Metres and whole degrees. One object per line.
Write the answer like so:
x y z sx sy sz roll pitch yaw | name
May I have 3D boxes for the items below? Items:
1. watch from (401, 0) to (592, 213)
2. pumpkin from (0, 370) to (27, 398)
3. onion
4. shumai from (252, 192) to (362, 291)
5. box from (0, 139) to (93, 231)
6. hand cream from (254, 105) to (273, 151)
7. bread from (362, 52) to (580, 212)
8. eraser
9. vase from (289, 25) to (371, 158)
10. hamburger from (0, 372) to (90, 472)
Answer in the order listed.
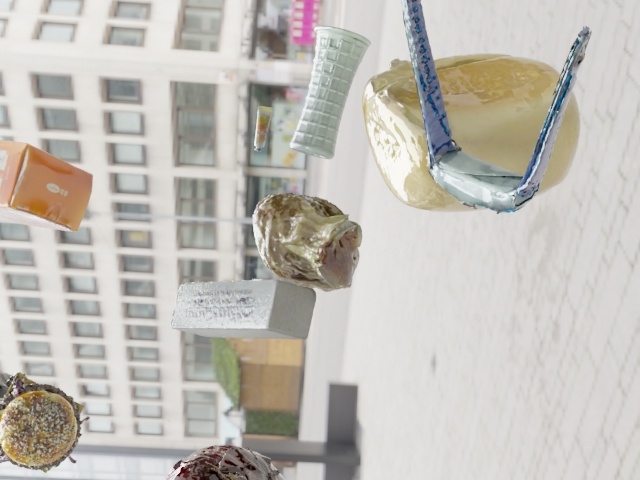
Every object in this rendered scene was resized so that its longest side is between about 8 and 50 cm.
0.182 -0.187 1.099 0.068 0.276 0.274 -33 -36 -35 | watch
-0.654 0.340 1.785 0.211 0.212 0.152 -178 103 -87 | pumpkin
-0.126 0.454 1.270 0.232 0.314 0.314 -37 27 21 | onion
0.000 0.000 1.392 0.153 0.209 0.161 -7 50 60 | shumai
-0.696 -0.127 1.868 0.225 0.341 0.143 31 -111 -64 | box
-0.130 -0.247 1.921 0.022 0.035 0.102 -103 23 -63 | hand cream
0.293 -0.200 1.643 0.348 0.376 0.252 -125 23 -54 | bread
-0.171 0.146 1.857 0.077 0.353 0.111 32 -117 -45 | eraser
0.015 -0.352 2.095 0.143 0.143 0.298 -164 89 -87 | vase
-0.521 0.336 1.574 0.093 0.190 0.164 -14 58 68 | hamburger
